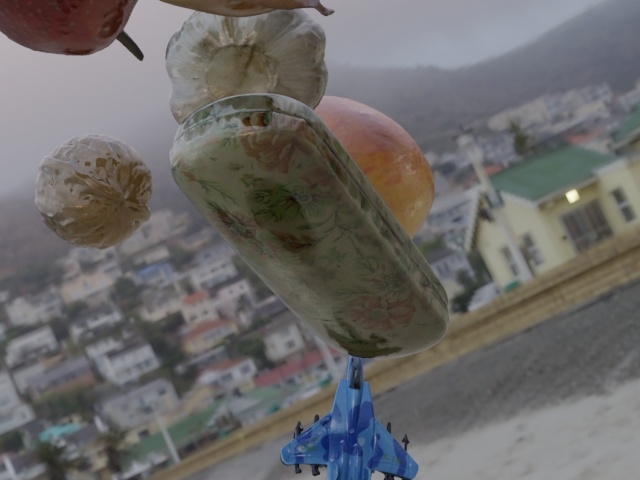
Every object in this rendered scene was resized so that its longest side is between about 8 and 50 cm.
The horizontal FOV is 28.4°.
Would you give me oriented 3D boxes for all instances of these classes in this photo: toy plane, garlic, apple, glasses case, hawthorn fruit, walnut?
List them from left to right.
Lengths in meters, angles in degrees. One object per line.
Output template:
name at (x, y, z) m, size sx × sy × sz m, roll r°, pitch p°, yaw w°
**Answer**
hawthorn fruit at (-0.359, -0.393, 1.803) m, size 0.284 × 0.369 × 0.285 m, roll -25°, pitch 33°, yaw 17°
walnut at (-0.376, -0.082, 2.119) m, size 0.213 × 0.213 × 0.213 m, roll -25°, pitch -6°, yaw -3°
garlic at (-0.090, -0.226, 1.622) m, size 0.218 × 0.219 × 0.212 m, roll -26°, pitch 10°, yaw 8°
glasses case at (0.000, 0.000, 1.318) m, size 0.156 × 0.098 × 0.425 m, roll -14°, pitch -39°, yaw 23°
apple at (0.034, -0.094, 2.072) m, size 0.275 × 0.299 × 0.299 m, roll -18°, pitch -9°, yaw -32°
toy plane at (0.037, 0.227, 1.567) m, size 0.169 × 0.246 × 0.078 m, roll 7°, pitch -46°, yaw -4°

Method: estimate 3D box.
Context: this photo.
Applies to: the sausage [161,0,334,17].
sausage at (-0.094, -0.253, 1.144) m, size 0.112 × 0.112 × 0.328 m, roll -22°, pitch 29°, yaw -29°
